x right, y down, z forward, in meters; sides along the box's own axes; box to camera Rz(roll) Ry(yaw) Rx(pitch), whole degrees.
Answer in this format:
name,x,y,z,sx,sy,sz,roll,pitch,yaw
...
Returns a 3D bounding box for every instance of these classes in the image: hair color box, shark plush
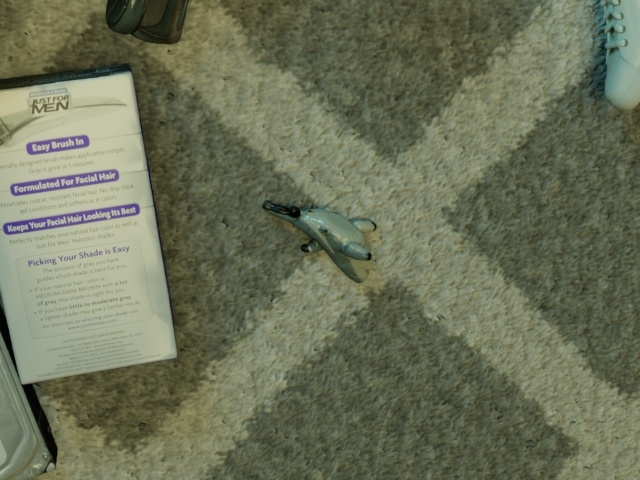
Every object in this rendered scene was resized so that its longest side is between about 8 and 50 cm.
name,x,y,z,sx,sy,sz,roll,pitch,yaw
hair color box,-0.281,-0.021,1.088,0.185,0.110,0.339,-9,108,-9
shark plush,0.000,0.000,1.186,0.161,0.073,0.067,21,130,-22

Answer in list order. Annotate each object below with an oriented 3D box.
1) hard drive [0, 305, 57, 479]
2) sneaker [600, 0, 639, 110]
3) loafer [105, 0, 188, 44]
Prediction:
name,x,y,z,sx,sy,sz,roll,pitch,yaw
hard drive,-0.479,0.157,1.116,0.236,0.064,0.339,-17,107,-8
sneaker,0.370,-0.310,1.166,0.123,0.106,0.290,11,95,-5
loafer,-0.156,-0.348,1.044,0.084,0.096,0.268,15,103,-36
